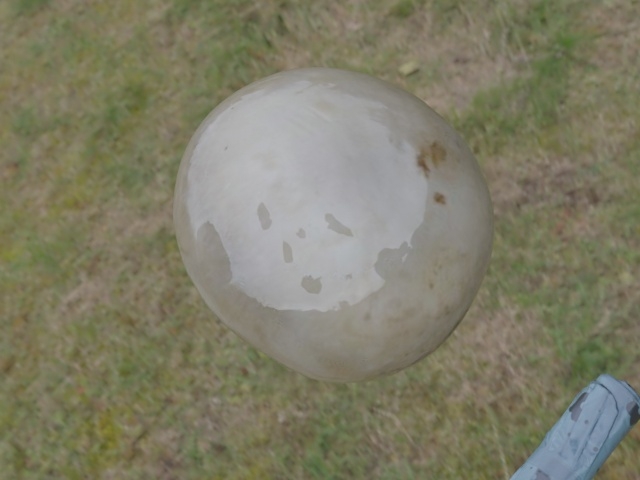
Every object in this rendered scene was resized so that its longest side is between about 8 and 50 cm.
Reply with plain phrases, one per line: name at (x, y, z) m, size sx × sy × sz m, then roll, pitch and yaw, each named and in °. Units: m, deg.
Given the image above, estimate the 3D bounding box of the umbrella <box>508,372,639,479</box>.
umbrella at (0.182, 0.214, 1.115) m, size 0.250 × 0.053 × 0.052 m, roll -47°, pitch 14°, yaw -13°

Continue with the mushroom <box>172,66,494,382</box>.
mushroom at (0.000, 0.000, 0.840) m, size 0.204 × 0.204 × 0.204 m, roll -14°, pitch 50°, yaw 17°
